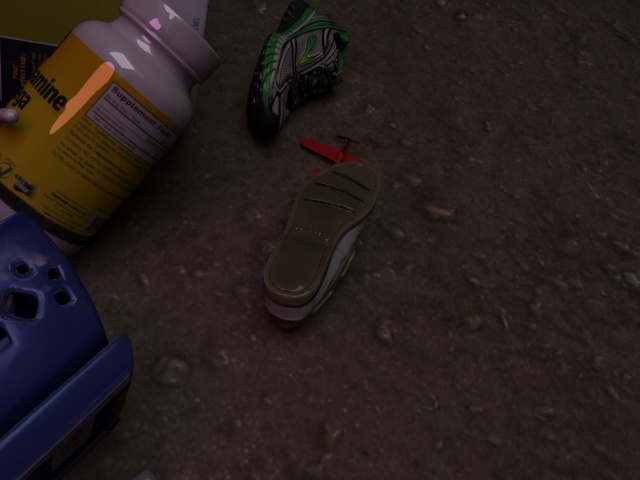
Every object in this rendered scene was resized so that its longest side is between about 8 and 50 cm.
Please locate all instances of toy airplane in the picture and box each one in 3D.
[{"bbox_3d":[0.027,-0.133,1.178,0.151,0.028,0.151,10,53,-13],"label":"toy airplane"}]

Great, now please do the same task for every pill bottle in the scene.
[{"bbox_3d":[-0.291,-0.158,0.893,0.188,0.188,0.334,41,90,13],"label":"pill bottle"}]

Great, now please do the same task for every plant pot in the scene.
[{"bbox_3d":[-0.337,0.154,0.723,0.212,0.236,0.236,41,52,6],"label":"plant pot"}]

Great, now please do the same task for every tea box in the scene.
[{"bbox_3d":[-0.329,-0.377,1.015,0.323,0.329,0.220,6,33,-15],"label":"tea box"}]

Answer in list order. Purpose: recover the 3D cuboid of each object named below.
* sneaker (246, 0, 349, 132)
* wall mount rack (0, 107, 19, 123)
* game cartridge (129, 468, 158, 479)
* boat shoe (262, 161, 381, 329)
[{"bbox_3d":[-0.032,-0.310,1.221,0.146,0.134,0.344,23,51,-2],"label":"sneaker"},{"bbox_3d":[-0.531,-0.127,0.809,0.304,0.130,0.350,34,65,10],"label":"wall mount rack"},{"bbox_3d":[-0.264,0.414,0.664,0.355,0.068,0.230,-28,64,-32],"label":"game cartridge"},{"bbox_3d":[0.000,0.000,1.025,0.113,0.103,0.302,23,51,15],"label":"boat shoe"}]
